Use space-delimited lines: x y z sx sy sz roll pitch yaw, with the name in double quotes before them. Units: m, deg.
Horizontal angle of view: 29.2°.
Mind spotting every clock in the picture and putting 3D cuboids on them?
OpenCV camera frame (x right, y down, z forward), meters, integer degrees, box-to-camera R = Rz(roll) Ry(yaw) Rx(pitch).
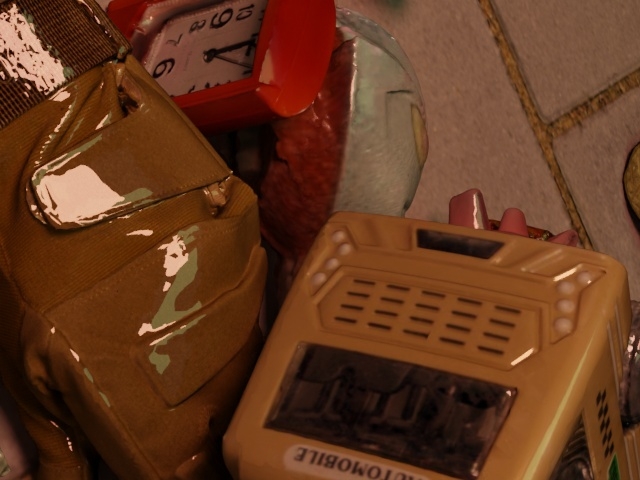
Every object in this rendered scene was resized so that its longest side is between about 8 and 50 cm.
"clock" -0.068 -0.101 0.715 0.061 0.155 0.113 44 48 -40

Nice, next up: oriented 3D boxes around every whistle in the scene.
"whistle" -0.001 0.000 0.773 0.134 0.142 0.346 9 82 -35

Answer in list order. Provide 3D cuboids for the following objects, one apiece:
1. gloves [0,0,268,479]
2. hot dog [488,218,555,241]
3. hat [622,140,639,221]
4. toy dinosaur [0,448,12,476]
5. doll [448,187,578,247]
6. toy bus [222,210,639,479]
"gloves" -0.101 0.030 0.640 0.154 0.141 0.331 -36 103 -48
"hot dog" 0.168 0.015 1.009 0.144 0.038 0.062 19 63 -41
"hat" 0.365 -0.038 1.227 0.146 0.067 0.146 2 65 -4
"toy dinosaur" -0.205 0.052 0.566 0.129 0.076 0.382 4 65 -21
"doll" 0.127 0.068 0.901 0.262 0.093 0.211 15 65 -29
"toy bus" 0.086 0.162 0.678 0.201 0.177 0.365 -61 146 -33
